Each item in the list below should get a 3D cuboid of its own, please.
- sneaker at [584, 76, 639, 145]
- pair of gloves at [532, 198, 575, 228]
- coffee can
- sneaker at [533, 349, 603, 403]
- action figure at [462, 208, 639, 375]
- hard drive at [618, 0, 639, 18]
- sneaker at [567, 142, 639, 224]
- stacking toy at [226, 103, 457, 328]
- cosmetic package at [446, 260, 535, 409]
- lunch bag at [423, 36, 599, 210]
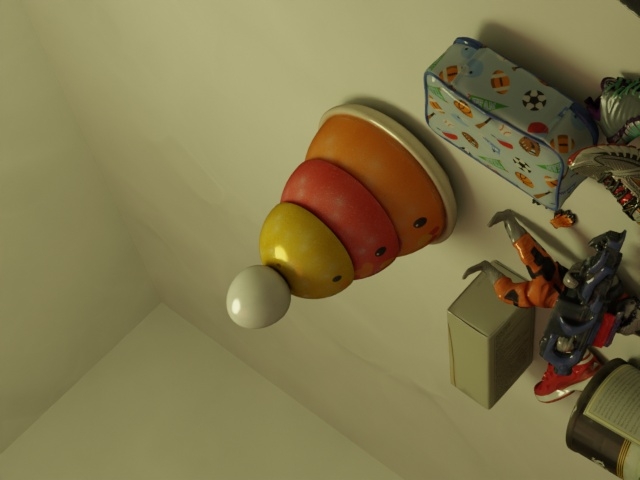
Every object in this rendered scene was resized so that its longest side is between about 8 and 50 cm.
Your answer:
[{"bbox_3d":[0.444,-0.202,1.712,0.098,0.083,0.223,49,159,4],"label":"sneaker"},{"bbox_3d":[0.412,-0.055,2.124,0.083,0.010,0.074,49,159,-6],"label":"pair of gloves"},{"bbox_3d":[0.627,0.370,2.233,0.275,0.201,0.201,29,154,34],"label":"coffee can"},{"bbox_3d":[0.490,0.252,2.463,0.128,0.087,0.221,55,146,-1],"label":"sneaker"},{"bbox_3d":[0.445,0.053,2.128,0.330,0.178,0.341,32,133,11],"label":"action figure"},{"bbox_3d":[0.465,-0.309,1.415,0.255,0.054,0.172,43,132,26],"label":"hard drive"},{"bbox_3d":[0.467,-0.077,1.762,0.225,0.092,0.088,21,167,-6],"label":"sneaker"},{"bbox_3d":[0.000,0.000,2.327,0.350,0.480,0.350,38,158,19],"label":"stacking toy"},{"bbox_3d":[0.354,0.201,2.485,0.113,0.160,0.309,34,155,28],"label":"cosmetic package"},{"bbox_3d":[0.298,-0.189,1.942,0.303,0.115,0.243,38,168,20],"label":"lunch bag"}]
